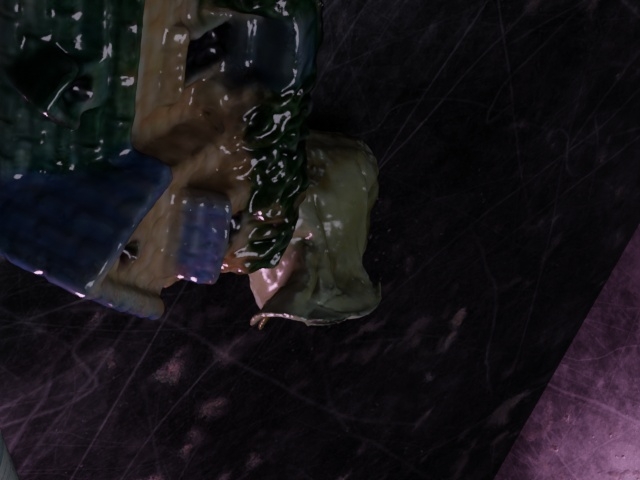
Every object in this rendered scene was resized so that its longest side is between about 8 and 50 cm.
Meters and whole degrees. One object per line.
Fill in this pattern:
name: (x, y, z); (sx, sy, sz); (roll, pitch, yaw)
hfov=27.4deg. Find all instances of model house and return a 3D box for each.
model house: (-0.257, -0.139, 1.492); (0.400, 0.395, 0.445); (-34, 146, -47)

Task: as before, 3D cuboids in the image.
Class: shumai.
shumai: (0.000, 0.000, 2.058); (0.330, 0.288, 0.292); (-28, 139, -22)

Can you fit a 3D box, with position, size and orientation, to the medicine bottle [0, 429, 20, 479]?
medicine bottle: (-0.558, 0.299, 1.816); (0.245, 0.245, 0.290); (-30, 138, -23)
